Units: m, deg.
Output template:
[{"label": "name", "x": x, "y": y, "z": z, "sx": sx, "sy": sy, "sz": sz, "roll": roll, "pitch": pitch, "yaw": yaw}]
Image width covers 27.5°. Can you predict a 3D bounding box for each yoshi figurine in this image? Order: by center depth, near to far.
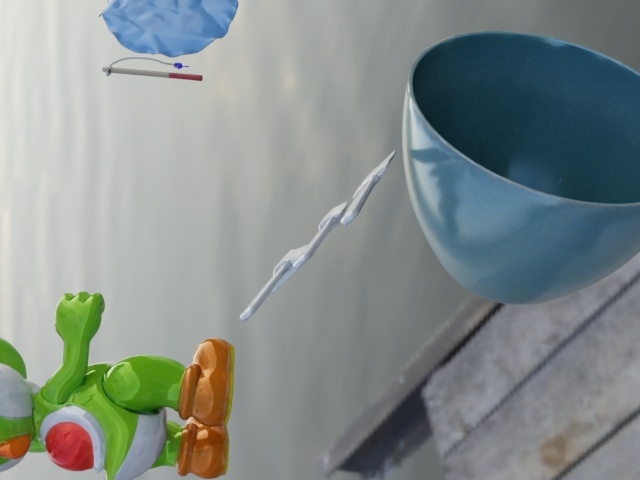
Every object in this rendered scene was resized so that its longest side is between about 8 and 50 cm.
[{"label": "yoshi figurine", "x": -0.280, "y": 0.164, "z": 1.419, "sx": 0.203, "sy": 0.362, "sz": 0.203, "roll": 133, "pitch": 137, "yaw": -76}]

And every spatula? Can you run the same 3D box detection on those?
[{"label": "spatula", "x": 0.000, "y": 0.000, "z": 1.166, "sx": 0.168, "sy": 0.019, "sz": 0.242, "roll": -43, "pitch": 4, "yaw": 16}]

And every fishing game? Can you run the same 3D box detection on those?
[{"label": "fishing game", "x": -0.207, "y": -0.312, "z": 1.793, "sx": 0.041, "sy": 0.189, "sz": 0.264, "roll": 88, "pitch": -171, "yaw": -54}]

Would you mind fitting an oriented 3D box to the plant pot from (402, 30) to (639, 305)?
[{"label": "plant pot", "x": 0.208, "y": -0.051, "z": 1.308, "sx": 0.290, "sy": 0.290, "sz": 0.195, "roll": -111, "pitch": 26, "yaw": -46}]
